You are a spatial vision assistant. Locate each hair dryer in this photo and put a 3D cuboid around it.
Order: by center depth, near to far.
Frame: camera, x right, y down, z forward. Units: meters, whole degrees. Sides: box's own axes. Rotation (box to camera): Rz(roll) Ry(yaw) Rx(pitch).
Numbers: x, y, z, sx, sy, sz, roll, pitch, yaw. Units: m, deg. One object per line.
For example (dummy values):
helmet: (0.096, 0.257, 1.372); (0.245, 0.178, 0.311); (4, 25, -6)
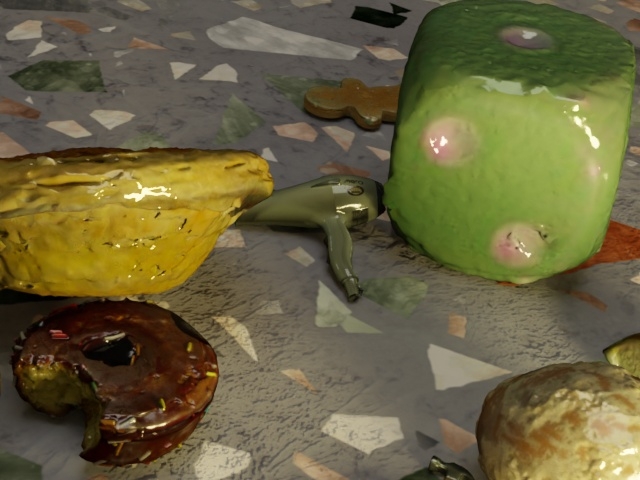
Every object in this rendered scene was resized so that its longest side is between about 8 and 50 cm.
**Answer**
hair dryer: (-0.027, -0.014, 1.695); (0.218, 0.088, 0.225); (8, 48, 10)

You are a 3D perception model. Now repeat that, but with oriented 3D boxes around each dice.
dice: (0.275, -0.148, 1.729); (0.318, 0.330, 0.322); (11, 34, 9)

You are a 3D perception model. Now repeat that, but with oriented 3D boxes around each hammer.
hammer: (0.125, 0.305, 1.290); (0.062, 0.017, 0.182); (19, 36, 13)

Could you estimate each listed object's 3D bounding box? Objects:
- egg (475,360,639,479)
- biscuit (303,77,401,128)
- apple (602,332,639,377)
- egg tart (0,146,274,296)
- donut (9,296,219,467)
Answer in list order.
egg: (0.286, 0.231, 1.282); (0.245, 0.203, 0.203); (18, 34, 23)
biscuit: (0.083, -0.240, 2.080); (0.234, 0.030, 0.153); (-3, 35, -18)
apple: (0.498, 0.197, 1.466); (0.193, 0.120, 0.265); (6, 34, -26)
egg tart: (-0.278, -0.024, 1.451); (0.443, 0.178, 0.443); (-2, 6, 0)
donut: (-0.229, 0.159, 1.342); (0.230, 0.096, 0.216); (22, 33, 18)
